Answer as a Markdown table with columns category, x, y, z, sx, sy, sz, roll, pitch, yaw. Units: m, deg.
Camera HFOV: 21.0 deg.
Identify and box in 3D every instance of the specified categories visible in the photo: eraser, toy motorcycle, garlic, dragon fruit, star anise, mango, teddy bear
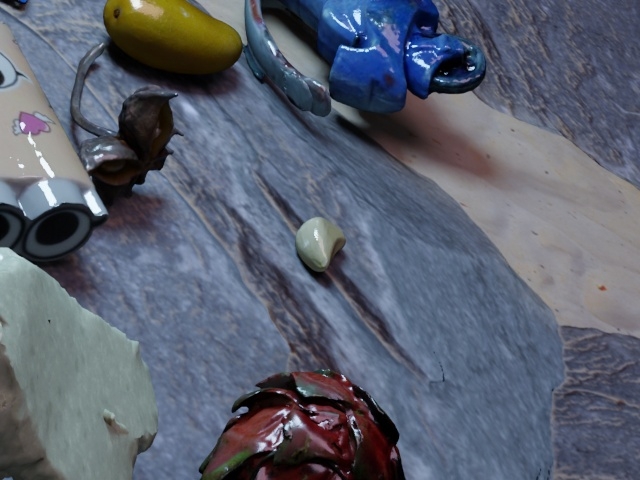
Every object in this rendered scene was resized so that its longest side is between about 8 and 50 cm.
| category | x | y | z | sx | sy | sz | roll | pitch | yaw |
| --- | --- | --- | --- | --- | --- | --- | --- | --- | --- |
| eraser | -0.337 | -0.106 | 1.679 | 0.171 | 0.087 | 0.290 | -4 | 48 | -36 |
| toy motorcycle | 0.032 | -0.250 | 2.142 | 0.319 | 0.241 | 0.182 | 48 | -5 | 32 |
| garlic | 0.000 | 0.001 | 1.869 | 0.053 | 0.041 | 0.083 | 41 | 26 | 4 |
| dragon fruit | -0.017 | 0.205 | 1.481 | 0.182 | 0.188 | 0.182 | 33 | -1 | 1 |
| star anise | -0.229 | -0.152 | 1.806 | 0.227 | 0.148 | 0.218 | 39 | 27 | 26 |
| mango | -0.169 | -0.237 | 1.999 | 0.184 | 0.085 | 0.102 | 20 | 30 | -37 |
| teddy bear | -0.359 | 0.125 | 1.342 | 0.362 | 0.375 | 0.327 | -10 | 53 | 13 |

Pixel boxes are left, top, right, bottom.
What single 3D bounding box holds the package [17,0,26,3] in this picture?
| category | x | y | z | sx | sy | sz | roll | pitch | yaw |
| --- | --- | --- | --- | --- | --- | --- | --- | --- | --- |
| package | -0.400 | -0.351 | 2.001 | 0.171 | 0.027 | 0.173 | 29 | 34 | -13 |
